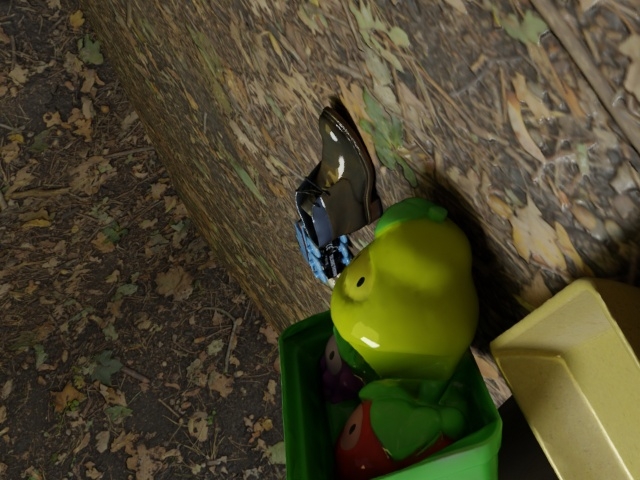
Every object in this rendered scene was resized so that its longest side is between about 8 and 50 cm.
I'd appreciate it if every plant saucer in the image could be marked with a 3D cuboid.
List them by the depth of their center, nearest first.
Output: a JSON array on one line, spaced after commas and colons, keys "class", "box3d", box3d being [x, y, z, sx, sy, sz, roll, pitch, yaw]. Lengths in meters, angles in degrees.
[{"class": "plant saucer", "box3d": [0.299, 0.199, 0.741, 0.332, 0.081, 0.333, 63, 171, 14]}]

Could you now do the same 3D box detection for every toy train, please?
[{"class": "toy train", "box3d": [0.000, 0.000, 1.482, 0.105, 0.080, 0.184, 55, 170, 29]}]

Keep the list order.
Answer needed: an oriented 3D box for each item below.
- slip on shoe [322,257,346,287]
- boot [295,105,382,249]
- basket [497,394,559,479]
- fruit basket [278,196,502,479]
[{"class": "slip on shoe", "box3d": [0.013, 0.028, 1.603, 0.041, 0.051, 0.135, -40, 73, 39]}, {"class": "boot", "box3d": [0.013, -0.077, 1.135, 0.082, 0.106, 0.219, 44, 164, 42]}, {"class": "basket", "box3d": [0.234, 0.331, 1.094, 0.154, 0.227, 0.204, 59, 167, -20]}, {"class": "fruit basket", "box3d": [0.076, 0.141, 1.010, 0.392, 0.283, 0.391, -20, -90, -85]}]
